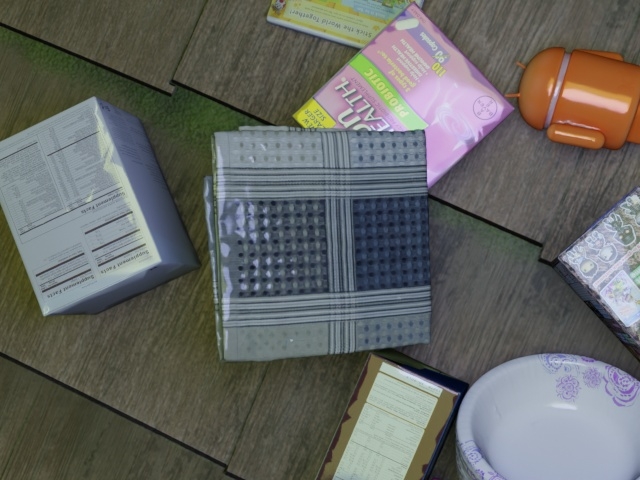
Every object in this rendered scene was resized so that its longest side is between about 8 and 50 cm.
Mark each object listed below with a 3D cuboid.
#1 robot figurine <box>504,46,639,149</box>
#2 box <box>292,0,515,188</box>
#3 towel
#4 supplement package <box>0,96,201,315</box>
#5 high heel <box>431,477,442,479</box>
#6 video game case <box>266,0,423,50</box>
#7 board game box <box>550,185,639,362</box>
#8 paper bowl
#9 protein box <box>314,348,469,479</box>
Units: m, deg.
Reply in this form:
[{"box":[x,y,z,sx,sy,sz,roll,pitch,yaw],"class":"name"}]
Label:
[{"box":[0.380,-0.206,1.533,0.219,0.128,0.158,16,92,10],"class":"robot figurine"},{"box":[0.120,-0.184,1.567,0.243,0.117,0.213,-43,89,6],"class":"box"},{"box":[0.000,0.000,1.442,0.324,0.056,0.312,-2,90,-23],"class":"towel"},{"box":[-0.341,-0.044,1.611,0.198,0.199,0.262,-24,83,8],"class":"supplement package"},{"box":[0.252,0.439,1.543,0.117,0.082,0.244,-26,76,-6],"class":"high heel"},{"box":[0.053,-0.405,1.654,0.227,0.026,0.206,18,90,10],"class":"video game case"},{"box":[0.464,0.089,1.444,0.141,0.232,0.291,-42,81,5],"class":"board game box"},{"box":[0.327,0.299,1.457,0.284,0.284,0.148,1,129,10],"class":"paper bowl"},{"box":[0.105,0.273,1.511,0.136,0.200,0.201,24,91,12],"class":"protein box"}]
